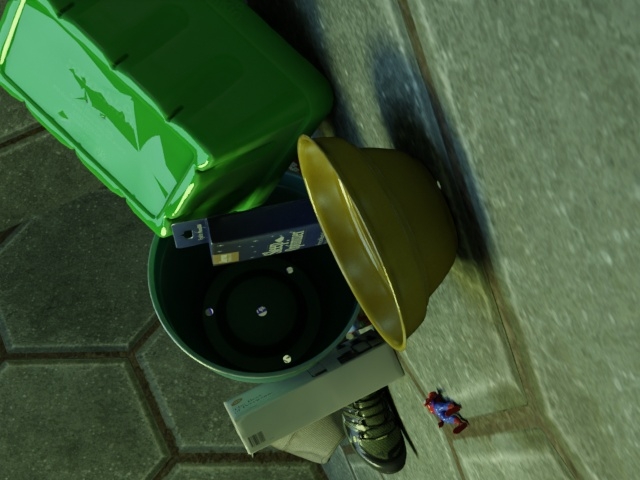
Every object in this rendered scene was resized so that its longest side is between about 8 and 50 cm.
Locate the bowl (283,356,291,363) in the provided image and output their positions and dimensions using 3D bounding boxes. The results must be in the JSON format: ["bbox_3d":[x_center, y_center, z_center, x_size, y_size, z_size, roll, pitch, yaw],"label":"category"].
[{"bbox_3d":[-0.016,0.136,1.936,0.080,0.170,0.170,19,161,7],"label":"bowl"}]

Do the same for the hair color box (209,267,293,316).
[{"bbox_3d":[-0.131,0.049,2.124,0.110,0.185,0.339,84,160,-66],"label":"hair color box"}]

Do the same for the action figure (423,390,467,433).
[{"bbox_3d":[0.145,0.205,1.444,0.038,0.030,0.115,61,174,-8],"label":"action figure"}]

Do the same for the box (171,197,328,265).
[{"bbox_3d":[-0.052,-0.012,1.349,0.136,0.225,0.036,108,151,-78],"label":"box"}]

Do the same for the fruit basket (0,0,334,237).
[{"bbox_3d":[-0.156,-0.219,1.417,0.392,0.392,0.283,62,141,20],"label":"fruit basket"}]

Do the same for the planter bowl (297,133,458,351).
[{"bbox_3d":[0.065,-0.015,1.097,0.217,0.090,0.217,62,170,19],"label":"planter bowl"}]

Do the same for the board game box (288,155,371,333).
[{"bbox_3d":[0.000,0.000,1.731,0.281,0.027,0.145,64,170,4],"label":"board game box"}]

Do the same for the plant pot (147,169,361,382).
[{"bbox_3d":[-0.082,0.069,1.595,0.272,0.271,0.255,63,171,13],"label":"plant pot"}]

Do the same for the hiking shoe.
[{"bbox_3d":[0.065,0.254,1.849,0.114,0.086,0.227,82,162,-73],"label":"hiking shoe"}]

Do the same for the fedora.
[{"bbox_3d":[-0.004,0.302,2.070,0.124,0.244,0.275,36,-178,2],"label":"fedora"}]

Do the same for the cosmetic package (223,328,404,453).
[{"bbox_3d":[-0.011,0.206,1.665,0.060,0.239,0.099,66,171,-10],"label":"cosmetic package"}]
